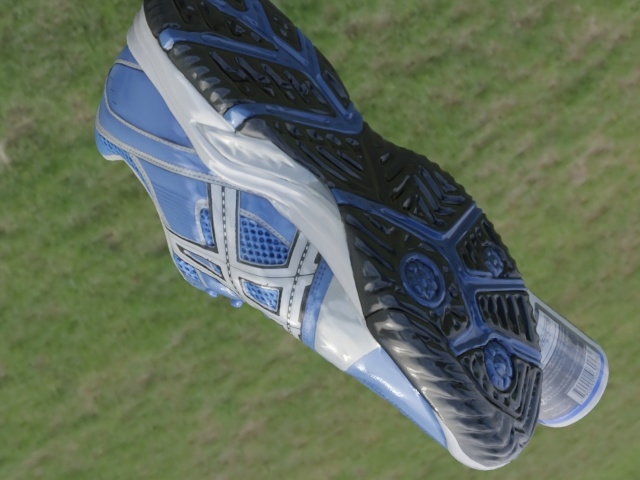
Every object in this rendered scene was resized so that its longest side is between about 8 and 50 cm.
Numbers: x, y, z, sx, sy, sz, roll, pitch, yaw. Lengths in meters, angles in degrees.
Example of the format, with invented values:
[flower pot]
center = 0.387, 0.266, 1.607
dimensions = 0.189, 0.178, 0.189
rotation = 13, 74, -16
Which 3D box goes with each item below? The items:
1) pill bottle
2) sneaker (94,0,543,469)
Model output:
[pill bottle]
center = 0.146, 0.077, 0.917
dimensions = 0.137, 0.078, 0.078
rotation = 36, 114, -29
[sneaker]
center = 0.000, 0.000, 0.455
dimensions = 0.081, 0.211, 0.080
rotation = -42, 176, 40
